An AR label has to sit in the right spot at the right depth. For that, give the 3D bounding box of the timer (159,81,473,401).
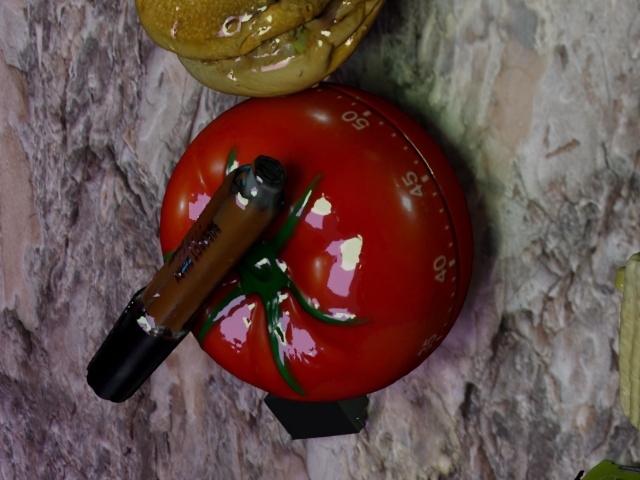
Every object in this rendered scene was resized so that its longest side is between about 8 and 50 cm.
[{"bbox_3d":[0.000,0.000,1.438,0.378,0.279,0.378,17,118,35],"label":"timer"}]

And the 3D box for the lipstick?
[{"bbox_3d":[-0.153,0.051,1.349,0.077,0.077,0.418,51,131,13],"label":"lipstick"}]

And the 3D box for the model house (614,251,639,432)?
[{"bbox_3d":[0.405,0.112,1.209,0.234,0.175,0.193,23,124,47],"label":"model house"}]

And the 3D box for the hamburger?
[{"bbox_3d":[-0.050,-0.298,1.353,0.314,0.290,0.170,25,168,44],"label":"hamburger"}]

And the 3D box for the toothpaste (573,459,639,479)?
[{"bbox_3d":[0.380,0.421,1.419,0.110,0.077,0.327,0,109,41],"label":"toothpaste"}]

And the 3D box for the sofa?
[{"bbox_3d":[0.000,0.229,1.711,0.147,0.060,0.085,-17,114,46],"label":"sofa"}]
